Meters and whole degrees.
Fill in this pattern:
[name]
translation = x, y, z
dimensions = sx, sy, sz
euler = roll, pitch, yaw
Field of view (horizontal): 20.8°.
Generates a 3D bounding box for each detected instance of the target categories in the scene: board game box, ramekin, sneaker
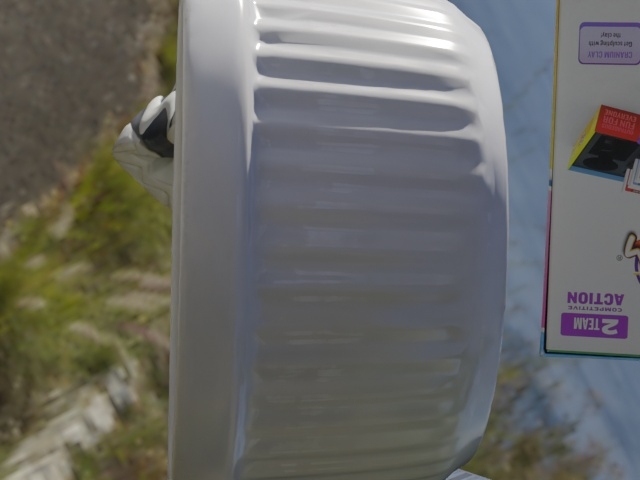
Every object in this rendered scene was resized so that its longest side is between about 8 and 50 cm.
[board game box]
translation = 0.257, -0.083, 1.024
dimensions = 0.064, 0.242, 0.316
euler = -1, 94, -75
[ramekin]
translation = 0.000, 0.000, 0.638
dimensions = 0.207, 0.109, 0.207
euler = -178, -90, -84
[sneaker]
translation = -0.019, -0.095, 1.053
dimensions = 0.094, 0.153, 0.235
euler = 42, -22, -18

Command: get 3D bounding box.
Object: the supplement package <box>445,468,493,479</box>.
[supplement package]
translation = 0.050, 0.252, 0.836
dimensions = 0.204, 0.145, 0.261
euler = 13, 93, -77
